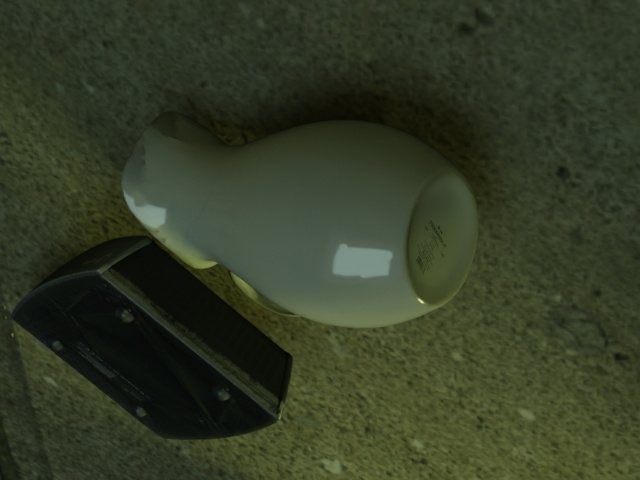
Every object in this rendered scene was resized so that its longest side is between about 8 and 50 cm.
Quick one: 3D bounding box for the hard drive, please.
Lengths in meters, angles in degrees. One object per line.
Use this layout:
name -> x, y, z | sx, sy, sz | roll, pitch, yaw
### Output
hard drive -> -0.121, 0.071, 1.119 | 0.172, 0.054, 0.255 | 40, 158, -12

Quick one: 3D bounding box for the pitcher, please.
pitcher -> 0.000, 0.000, 0.999 | 0.207, 0.125, 0.178 | 9, 150, 36
